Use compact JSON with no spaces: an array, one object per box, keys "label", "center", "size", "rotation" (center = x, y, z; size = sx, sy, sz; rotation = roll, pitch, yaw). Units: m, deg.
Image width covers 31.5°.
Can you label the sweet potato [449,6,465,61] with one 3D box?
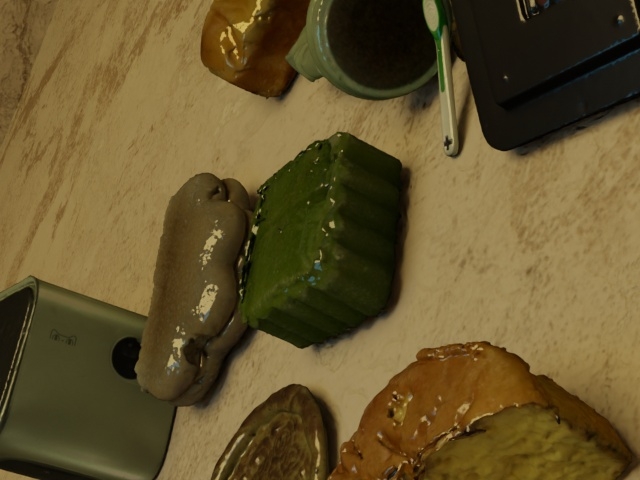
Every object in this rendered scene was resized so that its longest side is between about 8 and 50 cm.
[{"label":"sweet potato","center":[0.222,-0.317,1.173],"size":[0.310,0.098,0.124],"rotation":[-37,47,48]}]

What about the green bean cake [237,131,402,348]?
[{"label":"green bean cake","center":[0.000,0.000,1.308],"size":[0.200,0.113,0.214],"rotation":[-33,43,47]}]

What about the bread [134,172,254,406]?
[{"label":"bread","center":[-0.155,0.055,1.551],"size":[0.183,0.102,0.338],"rotation":[-26,50,52]}]

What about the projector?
[{"label":"projector","center":[-0.370,0.217,1.651],"size":[0.248,0.249,0.249],"rotation":[-22,52,53]}]

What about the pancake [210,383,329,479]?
[{"label":"pancake","center":[-0.061,0.286,1.296],"size":[0.250,0.031,0.250],"rotation":[-38,40,41]}]

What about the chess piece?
[{"label":"chess piece","center":[0.047,-0.268,1.413],"size":[0.176,0.175,0.298],"rotation":[-65,15,5]}]

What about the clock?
[{"label":"clock","center":[0.220,-0.247,1.062],"size":[0.273,0.049,0.279],"rotation":[-24,75,52]}]

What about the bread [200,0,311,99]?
[{"label":"bread","center":[-0.067,-0.363,1.670],"size":[0.294,0.132,0.167],"rotation":[-60,36,11]}]

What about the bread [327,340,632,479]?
[{"label":"bread","center":[0.116,0.178,0.947],"size":[0.261,0.160,0.147],"rotation":[-53,23,31]}]

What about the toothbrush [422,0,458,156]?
[{"label":"toothbrush","center":[0.126,-0.241,1.249],"size":[0.030,0.030,0.304],"rotation":[-13,80,57]}]
